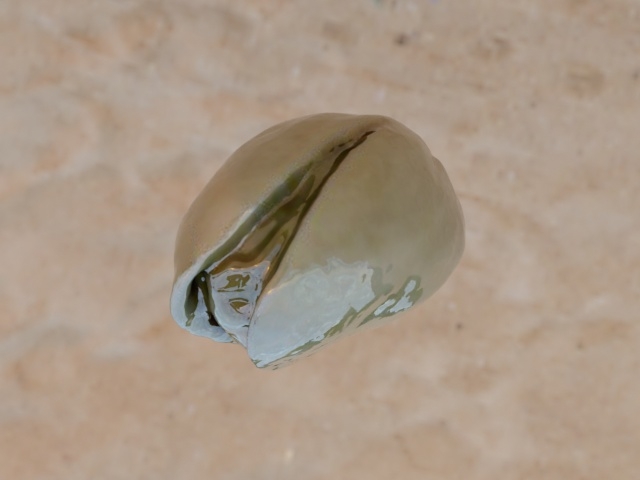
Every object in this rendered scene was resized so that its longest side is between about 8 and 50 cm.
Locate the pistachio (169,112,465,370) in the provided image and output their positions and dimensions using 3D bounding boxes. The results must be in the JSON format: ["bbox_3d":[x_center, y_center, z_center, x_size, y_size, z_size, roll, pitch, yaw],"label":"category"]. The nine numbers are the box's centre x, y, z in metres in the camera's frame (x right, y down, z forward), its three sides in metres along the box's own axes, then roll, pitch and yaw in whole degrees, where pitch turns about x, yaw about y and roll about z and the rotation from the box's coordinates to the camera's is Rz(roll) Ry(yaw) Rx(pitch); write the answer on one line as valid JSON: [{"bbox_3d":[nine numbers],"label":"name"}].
[{"bbox_3d":[0.000,0.000,1.044,0.136,0.136,0.226,5,-164,26],"label":"pistachio"}]
